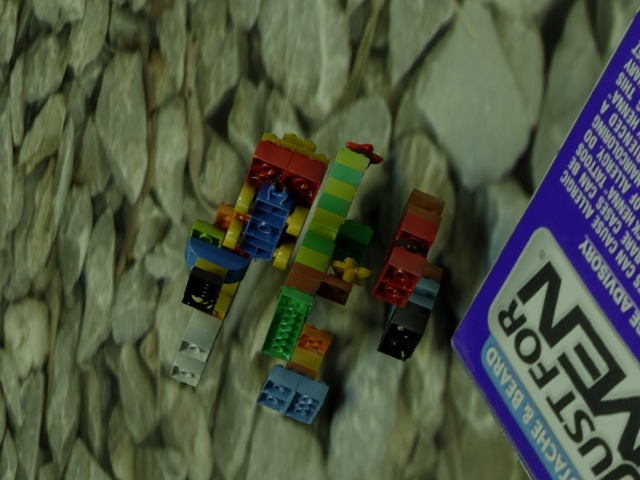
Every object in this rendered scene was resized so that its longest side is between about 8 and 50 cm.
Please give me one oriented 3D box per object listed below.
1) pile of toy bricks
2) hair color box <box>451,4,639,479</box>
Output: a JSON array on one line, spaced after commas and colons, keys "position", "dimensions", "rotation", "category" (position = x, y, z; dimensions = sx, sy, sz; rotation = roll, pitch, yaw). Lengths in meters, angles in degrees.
[{"position": [0.000, 0.000, 0.829], "dimensions": [0.212, 0.118, 0.105], "rotation": [115, 177, -59], "category": "pile of toy bricks"}, {"position": [0.191, -0.062, 0.395], "dimensions": [0.339, 0.185, 0.110], "rotation": [-63, 37, 33], "category": "hair color box"}]
